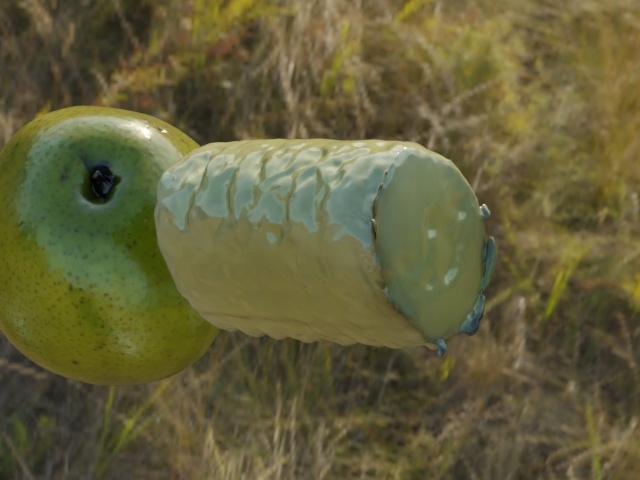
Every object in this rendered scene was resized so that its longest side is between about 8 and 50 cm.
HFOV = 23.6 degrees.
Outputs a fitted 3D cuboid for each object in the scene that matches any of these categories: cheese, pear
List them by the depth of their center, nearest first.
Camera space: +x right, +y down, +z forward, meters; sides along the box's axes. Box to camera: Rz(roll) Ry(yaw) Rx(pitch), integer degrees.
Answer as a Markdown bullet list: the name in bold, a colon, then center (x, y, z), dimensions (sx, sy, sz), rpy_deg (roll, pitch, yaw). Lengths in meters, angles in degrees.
- **cheese**: center (0.000, 0.000, 0.838), dimensions (0.167, 0.123, 0.094), rpy_deg (1, 48, 42)
- **pear**: center (-0.143, 0.006, 1.022), dimensions (0.198, 0.198, 0.198), rpy_deg (5, 48, -6)
